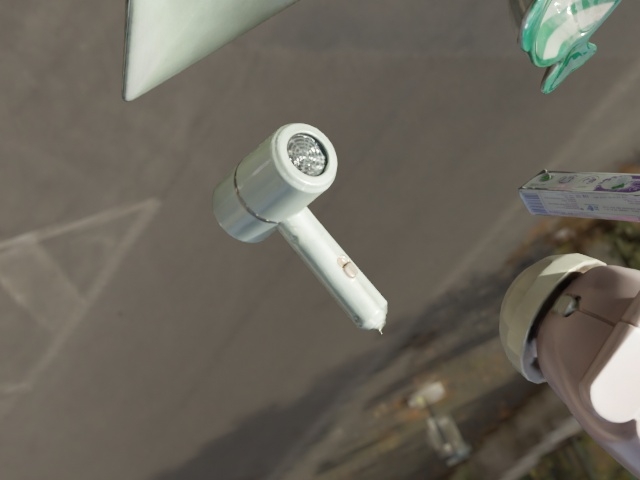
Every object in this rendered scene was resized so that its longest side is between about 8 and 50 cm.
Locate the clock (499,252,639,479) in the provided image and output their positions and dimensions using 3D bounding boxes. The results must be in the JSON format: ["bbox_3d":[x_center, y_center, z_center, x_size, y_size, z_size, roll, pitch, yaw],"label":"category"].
[{"bbox_3d":[0.354,0.152,1.599,0.184,0.342,0.326,-49,-169,0],"label":"clock"}]

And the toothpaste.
[{"bbox_3d":[0.280,-0.042,1.551,0.047,0.196,0.040,-35,114,-32],"label":"toothpaste"}]

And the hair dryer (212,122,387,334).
[{"bbox_3d":[0.000,0.000,0.974,0.047,0.137,0.082,-40,-177,-41],"label":"hair dryer"}]

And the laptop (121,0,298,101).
[{"bbox_3d":[-0.034,-0.217,1.051,0.269,0.015,0.188,-38,151,-38],"label":"laptop"}]

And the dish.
[{"bbox_3d":[0.222,-0.245,1.423,0.224,0.078,0.246,-40,159,-28],"label":"dish"}]
